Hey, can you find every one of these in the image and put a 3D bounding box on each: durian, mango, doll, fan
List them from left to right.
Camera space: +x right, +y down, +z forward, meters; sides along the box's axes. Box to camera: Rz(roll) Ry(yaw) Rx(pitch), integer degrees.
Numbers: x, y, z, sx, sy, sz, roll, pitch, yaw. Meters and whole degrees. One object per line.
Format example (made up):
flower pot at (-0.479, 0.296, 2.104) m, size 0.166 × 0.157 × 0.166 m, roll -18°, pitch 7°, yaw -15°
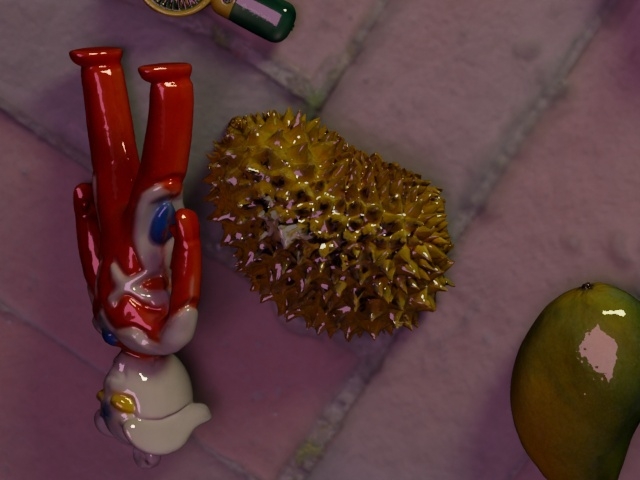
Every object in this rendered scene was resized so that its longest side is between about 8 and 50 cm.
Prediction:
doll at (-0.163, 0.021, 1.609) m, size 0.188 × 0.099 × 0.384 m, roll 15°, pitch 113°, yaw 54°
fan at (-0.092, -0.222, 1.584) m, size 0.155 × 0.039 × 0.082 m, roll 30°, pitch 107°, yaw 5°
durian at (0.001, -0.003, 1.564) m, size 0.249 × 0.138 × 0.183 m, roll 27°, pitch 99°, yaw 1°
mango at (0.225, 0.128, 1.554) m, size 0.122 × 0.085 × 0.191 m, roll 21°, pitch 105°, yaw 6°
